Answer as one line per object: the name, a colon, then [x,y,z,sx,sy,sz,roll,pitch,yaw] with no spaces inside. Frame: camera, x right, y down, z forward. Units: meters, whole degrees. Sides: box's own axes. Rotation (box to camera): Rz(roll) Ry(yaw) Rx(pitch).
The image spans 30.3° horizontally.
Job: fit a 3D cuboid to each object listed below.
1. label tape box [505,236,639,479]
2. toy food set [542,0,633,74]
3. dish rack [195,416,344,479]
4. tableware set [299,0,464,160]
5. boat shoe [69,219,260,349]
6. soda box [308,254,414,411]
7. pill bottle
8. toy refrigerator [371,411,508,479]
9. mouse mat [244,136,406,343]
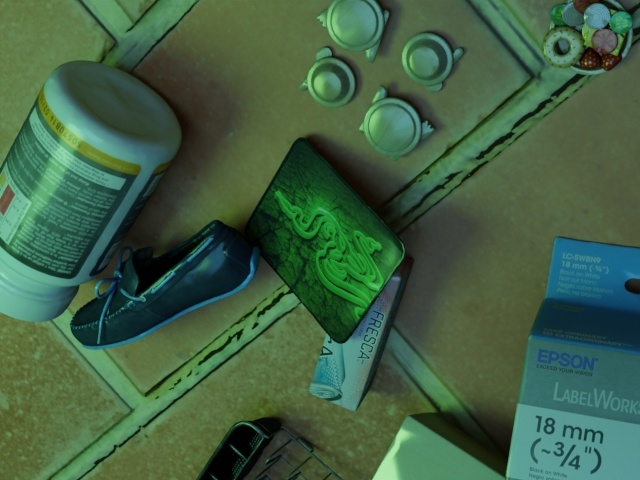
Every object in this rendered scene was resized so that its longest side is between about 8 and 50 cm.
label tape box: [0.313,0.167,1.140,0.241,0.106,0.333,8,84,17]
toy food set: [0.261,-0.201,1.148,0.083,0.020,0.082,21,115,12]
dish rack: [-0.029,0.358,1.417,0.271,0.074,0.208,39,115,14]
tableware set: [0.058,-0.175,1.234,0.169,0.020,0.141,34,118,5]
boat shoe: [-0.192,0.040,1.363,0.258,0.109,0.089,-28,122,18]
soda box: [0.045,0.096,1.319,0.063,0.058,0.183,22,115,11]
pill bottle: [-0.285,-0.050,1.326,0.162,0.162,0.278,38,117,3]
toy refrigerator: [0.196,0.300,1.278,0.269,0.094,0.102,30,98,24]
mouse mat: [0.000,0.000,1.283,0.189,0.007,0.152,47,124,24]
